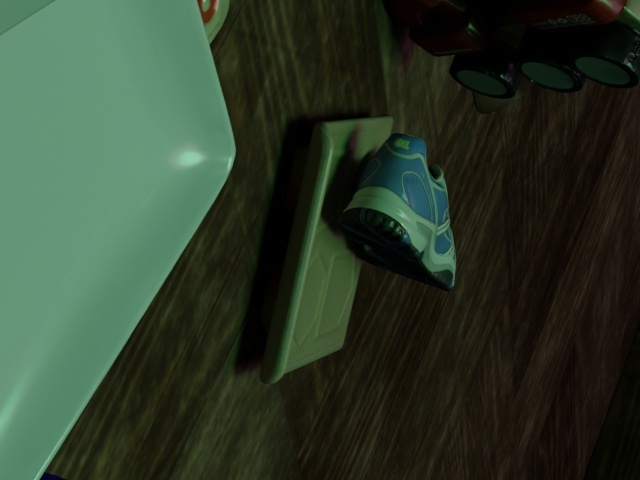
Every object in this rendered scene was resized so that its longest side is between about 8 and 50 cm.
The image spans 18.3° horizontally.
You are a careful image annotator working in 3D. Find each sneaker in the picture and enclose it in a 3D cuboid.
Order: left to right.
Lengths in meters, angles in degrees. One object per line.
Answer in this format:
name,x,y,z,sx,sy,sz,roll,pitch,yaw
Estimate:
sneaker,0.072,-0.017,1.521,0.211,0.080,0.081,60,49,-74

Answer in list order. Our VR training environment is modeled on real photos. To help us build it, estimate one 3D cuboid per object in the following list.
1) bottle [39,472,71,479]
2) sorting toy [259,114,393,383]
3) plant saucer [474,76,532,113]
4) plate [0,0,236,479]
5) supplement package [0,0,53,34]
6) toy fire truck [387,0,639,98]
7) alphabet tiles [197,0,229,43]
bottle,-0.162,0.266,1.108,0.118,0.092,0.283,-53,153,-52
sorting toy,0.000,0.000,1.502,0.208,0.038,0.193,-23,127,-74
plant saucer,0.197,-0.215,1.932,0.198,0.036,0.199,16,90,-73
plate,-0.140,-0.039,0.915,0.277,0.045,0.278,-61,152,-33
supplement package,-0.177,-0.157,0.604,0.262,0.145,0.204,-48,150,-57
toy fire truck,0.111,-0.199,1.479,0.246,0.217,0.158,31,74,-31
alphabet tiles,-0.059,-0.255,1.104,0.278,0.021,0.284,83,27,-46
